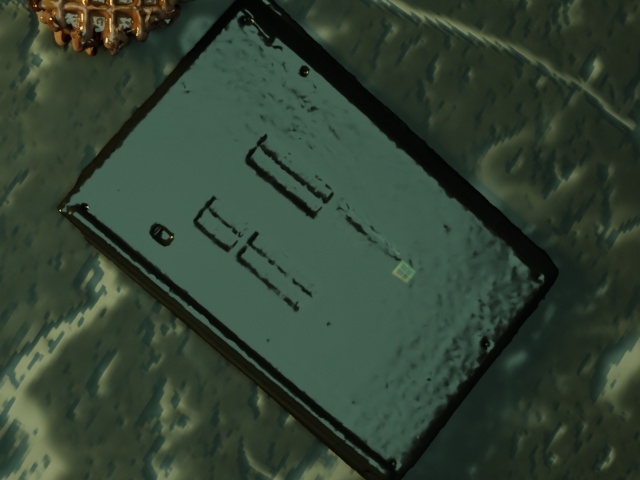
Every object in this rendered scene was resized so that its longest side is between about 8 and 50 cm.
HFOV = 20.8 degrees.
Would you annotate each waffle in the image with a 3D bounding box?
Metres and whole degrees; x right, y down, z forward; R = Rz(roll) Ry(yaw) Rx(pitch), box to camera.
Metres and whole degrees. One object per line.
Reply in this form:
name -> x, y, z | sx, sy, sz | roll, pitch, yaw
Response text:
waffle -> -0.088, -0.120, 0.735 | 0.083, 0.029, 0.075 | -40, 102, -12

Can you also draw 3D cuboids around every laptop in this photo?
laptop -> 0.000, 0.000, 0.766 | 0.197, 0.016, 0.135 | 41, 81, -11
